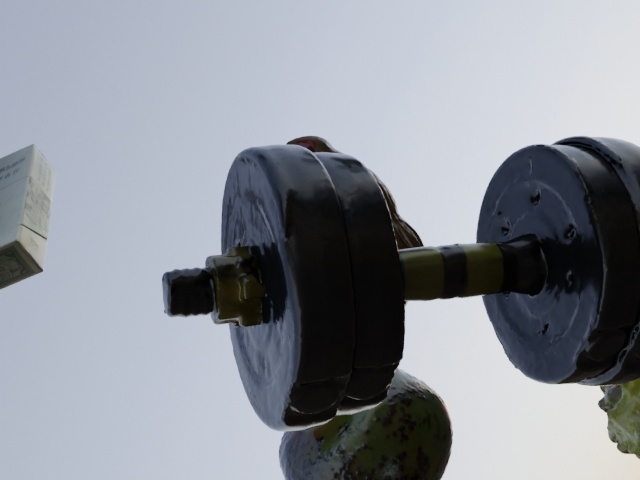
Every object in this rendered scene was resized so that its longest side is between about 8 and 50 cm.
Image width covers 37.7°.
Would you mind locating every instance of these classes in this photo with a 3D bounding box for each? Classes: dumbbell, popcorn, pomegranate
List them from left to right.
[{"bbox_3d":[0.031,0.292,1.437,0.341,0.285,0.285,42,-110,-24],"label":"pomegranate"},{"bbox_3d":[0.086,0.022,0.644,0.388,0.185,0.185,-4,-61,-19],"label":"dumbbell"},{"bbox_3d":[0.458,0.223,1.255,0.173,0.173,0.142,-29,-50,-47],"label":"popcorn"}]

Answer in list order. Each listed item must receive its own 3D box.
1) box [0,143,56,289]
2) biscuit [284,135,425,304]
[{"bbox_3d":[-0.493,-0.024,1.410,0.164,0.256,0.069,-22,-52,8],"label":"box"},{"bbox_3d":[0.000,0.000,1.697,0.074,0.359,0.381,-16,-90,-75],"label":"biscuit"}]
